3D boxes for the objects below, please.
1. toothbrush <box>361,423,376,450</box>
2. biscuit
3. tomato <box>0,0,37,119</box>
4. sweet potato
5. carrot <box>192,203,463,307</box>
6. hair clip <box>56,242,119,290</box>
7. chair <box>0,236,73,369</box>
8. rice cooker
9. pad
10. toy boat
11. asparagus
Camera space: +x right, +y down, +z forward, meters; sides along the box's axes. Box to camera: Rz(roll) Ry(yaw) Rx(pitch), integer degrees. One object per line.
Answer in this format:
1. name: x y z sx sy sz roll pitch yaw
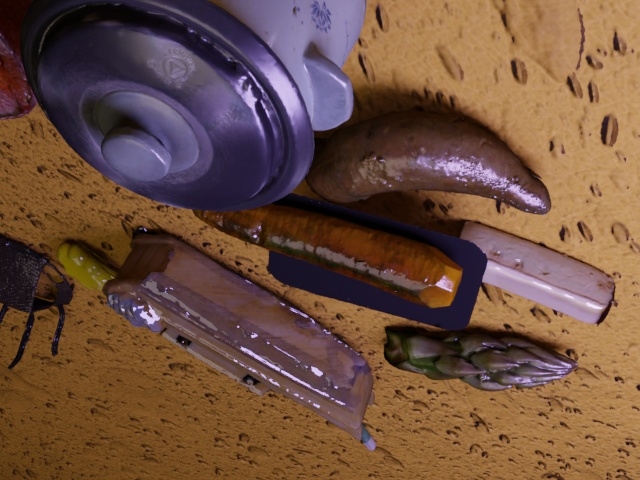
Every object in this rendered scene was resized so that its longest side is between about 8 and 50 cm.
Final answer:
1. toothbrush: 0.037 0.264 1.625 0.024 0.018 0.257 2 139 35
2. biscuit: 0.243 0.039 1.163 0.188 0.056 0.052 22 146 8
3. tomato: -0.424 -0.288 1.084 0.338 0.143 0.338 21 148 14
4. sweet potato: 0.084 -0.085 1.068 0.310 0.098 0.124 5 162 25
5. carrot: 0.000 0.000 1.104 0.314 0.066 0.066 18 145 11
6. hair clip: -0.335 0.060 1.571 0.173 0.046 0.072 33 141 -7
7. chair: -0.506 0.093 1.693 0.174 0.149 0.213 22 104 11
8. rice cooker: -0.108 -0.174 0.894 0.317 0.316 0.264 17 145 14
9. pad: 0.062 0.059 1.231 0.250 0.055 0.323 15 159 8
10. toy boat: -0.107 0.150 1.465 0.445 0.136 0.162 31 141 -9
11. asparagus: 0.196 0.157 1.330 0.287 0.080 0.080 2 139 30
